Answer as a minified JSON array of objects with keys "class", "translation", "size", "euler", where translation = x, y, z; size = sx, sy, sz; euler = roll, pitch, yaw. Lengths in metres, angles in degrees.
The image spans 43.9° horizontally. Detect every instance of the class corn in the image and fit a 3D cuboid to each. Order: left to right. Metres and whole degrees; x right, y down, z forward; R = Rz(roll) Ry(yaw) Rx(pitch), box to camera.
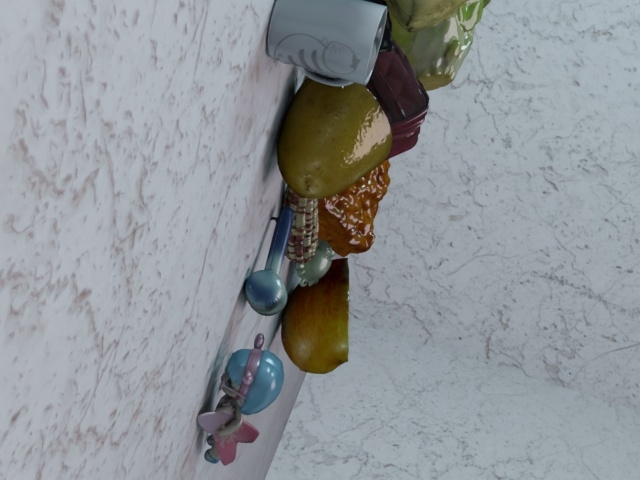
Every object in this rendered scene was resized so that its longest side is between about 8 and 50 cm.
[{"class":"corn","translation":[-0.036,-0.042,1.491],"size":[0.237,0.079,0.079],"euler":[99,9,-54]}]

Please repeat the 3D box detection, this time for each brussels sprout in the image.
[{"class":"brussels sprout","translation":[0.198,-0.448,1.591],"size":[0.243,0.274,0.316],"euler":[13,92,-43]}]

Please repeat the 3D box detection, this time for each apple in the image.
[{"class":"apple","translation":[0.009,0.172,1.985],"size":[0.254,0.179,0.346],"euler":[-35,-153,21]}]

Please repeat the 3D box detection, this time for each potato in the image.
[{"class":"potato","translation":[0.002,-0.143,1.225],"size":[0.158,0.178,0.203],"euler":[-51,-174,-27]}]

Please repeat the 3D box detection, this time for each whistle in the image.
[{"class":"whistle","translation":[0.000,0.000,1.897],"size":[0.110,0.092,0.244],"euler":[42,65,-50]}]

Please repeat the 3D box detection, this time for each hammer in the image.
[{"class":"hammer","translation":[-0.079,0.032,1.374],"size":[0.116,0.069,0.194],"euler":[83,19,-75]}]

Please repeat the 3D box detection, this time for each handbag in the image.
[{"class":"handbag","translation":[0.025,-0.284,1.102],"size":[0.115,0.139,0.072],"euler":[-22,98,-68]},{"class":"handbag","translation":[0.081,-0.249,1.341],"size":[0.135,0.146,0.225],"euler":[94,-28,-66]}]

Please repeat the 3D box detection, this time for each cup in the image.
[{"class":"cup","translation":[0.007,-0.244,0.999],"size":[0.099,0.133,0.136],"euler":[-68,173,-53]}]

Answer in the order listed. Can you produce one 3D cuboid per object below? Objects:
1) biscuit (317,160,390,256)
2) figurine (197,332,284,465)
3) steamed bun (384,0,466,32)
[{"class":"biscuit","translation":[0.073,-0.139,1.787],"size":[0.318,0.110,0.312],"euler":[56,45,-55]},{"class":"figurine","translation":[-0.132,0.271,1.359],"size":[0.260,0.103,0.205],"euler":[-65,178,33]},{"class":"steamed bun","translation":[0.136,-0.430,1.120],"size":[0.166,0.232,0.273],"euler":[-32,180,6]}]
